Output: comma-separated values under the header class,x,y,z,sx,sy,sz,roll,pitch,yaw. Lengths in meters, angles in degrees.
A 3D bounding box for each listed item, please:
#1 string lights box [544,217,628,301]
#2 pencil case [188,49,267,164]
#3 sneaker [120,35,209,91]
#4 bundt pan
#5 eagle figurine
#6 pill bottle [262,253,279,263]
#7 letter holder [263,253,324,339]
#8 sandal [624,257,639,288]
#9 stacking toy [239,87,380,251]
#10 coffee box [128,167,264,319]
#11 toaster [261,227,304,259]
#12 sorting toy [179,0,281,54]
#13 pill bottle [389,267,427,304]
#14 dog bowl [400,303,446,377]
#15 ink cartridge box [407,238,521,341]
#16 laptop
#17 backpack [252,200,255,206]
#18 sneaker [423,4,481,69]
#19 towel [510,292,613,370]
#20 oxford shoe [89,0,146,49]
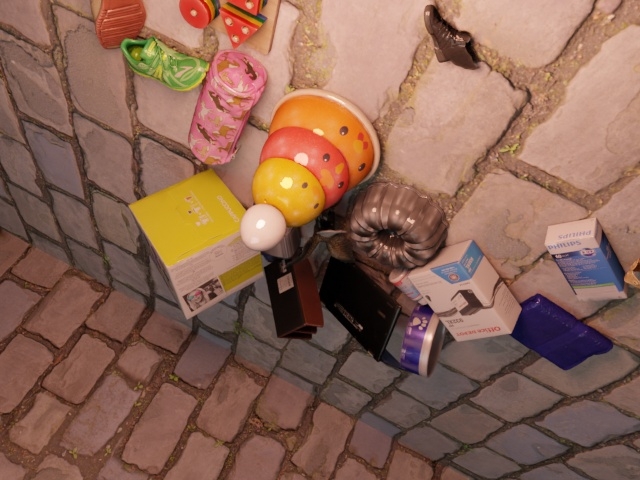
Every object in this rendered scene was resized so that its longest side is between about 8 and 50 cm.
class,x,y,z,sx,sy,sz,roll,pitch,yaw
string lights box,0.751,0.061,1.503,0.133,0.077,0.260,-12,129,44
pencil case,-0.286,-0.387,1.602,0.167,0.160,0.386,7,151,-21
sneaker,-0.466,-0.523,1.573,0.295,0.109,0.123,17,170,18
bundt pan,0.237,-0.028,1.720,0.330,0.124,0.331,19,144,14
eagle figurine,0.004,-0.005,1.837,0.226,0.225,0.298,21,125,24
pill bottle,-0.203,0.052,2.189,0.067,0.067,0.120,6,139,31
letter holder,-0.076,0.229,2.136,0.152,0.302,0.214,-30,151,31
sandal,0.879,0.110,1.464,0.079,0.088,0.240,-16,131,39
stacking toy,-0.068,-0.149,1.462,0.350,0.480,0.351,19,145,14
coffee box,-0.442,0.006,1.955,0.338,0.338,0.334,49,156,31
toaster,-0.168,-0.026,2.010,0.227,0.129,0.146,18,142,20
sorting toy,-0.236,-0.608,1.336,0.257,0.089,0.255,28,146,2
pill bottle,0.330,0.160,1.926,0.160,0.087,0.087,41,144,-17
dog bowl,0.389,0.370,1.999,0.104,0.265,0.265,14,143,23
ink cartridge box,0.473,0.172,1.759,0.223,0.129,0.307,-23,110,48
laptop,0.197,0.271,2.069,0.382,0.236,0.408,43,130,37
backpack,-0.168,-0.132,1.899,0.120,0.098,0.101,27,142,5
sneaker,0.295,-0.453,1.191,0.089,0.051,0.170,2,143,34
towel,0.785,0.305,1.809,0.308,0.076,0.228,33,139,-4
oxford shoe,-0.574,-0.690,1.476,0.147,0.140,0.397,61,151,8
